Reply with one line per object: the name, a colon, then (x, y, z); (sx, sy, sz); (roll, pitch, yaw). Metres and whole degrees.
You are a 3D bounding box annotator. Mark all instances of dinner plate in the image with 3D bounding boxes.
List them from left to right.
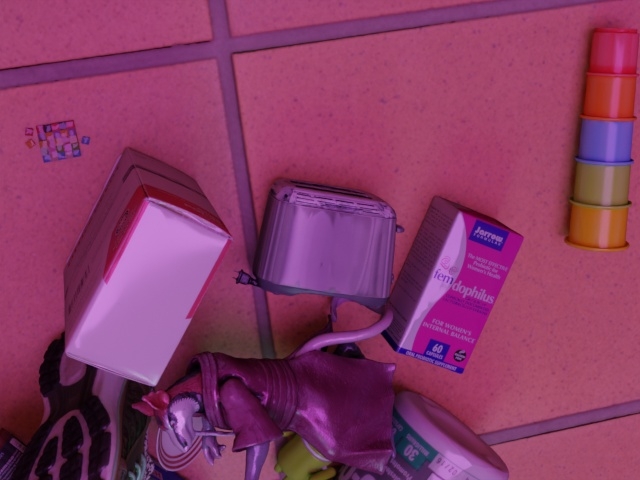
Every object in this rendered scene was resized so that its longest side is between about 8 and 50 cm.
dinner plate: (-0.191, 0.258, 1.353); (0.017, 0.141, 0.141); (17, 105, 29)

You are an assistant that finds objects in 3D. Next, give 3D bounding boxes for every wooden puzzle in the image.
wooden puzzle: (-0.347, -0.131, 1.260); (0.083, 0.006, 0.049); (-11, 107, -9)

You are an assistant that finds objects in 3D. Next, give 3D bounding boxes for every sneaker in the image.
sneaker: (-0.264, 0.273, 1.204); (0.158, 0.410, 0.182); (-25, 125, 18)

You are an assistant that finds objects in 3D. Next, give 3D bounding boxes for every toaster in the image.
toaster: (0.000, 0.000, 1.310); (0.227, 0.129, 0.146); (8, 99, -12)

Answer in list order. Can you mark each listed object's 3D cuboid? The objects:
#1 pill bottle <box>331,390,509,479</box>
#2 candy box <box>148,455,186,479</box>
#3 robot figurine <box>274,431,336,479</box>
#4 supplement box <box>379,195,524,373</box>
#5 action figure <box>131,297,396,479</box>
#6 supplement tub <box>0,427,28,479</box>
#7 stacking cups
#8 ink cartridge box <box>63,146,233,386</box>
pill bottle: (0.094, 0.419, 1.403); (0.204, 0.204, 0.361); (34, 95, -18)
candy box: (-0.346, 0.444, 1.357); (0.268, 0.122, 0.317); (38, 93, -15)
robot figurine: (-0.017, 0.316, 1.416); (0.115, 0.101, 0.067); (-47, 147, 20)
supplement box: (0.184, 0.062, 1.373); (0.111, 0.114, 0.220); (20, 99, -16)
action figure: (-0.058, 0.198, 1.235); (0.370, 0.248, 0.275); (11, 95, -35)
supplement tub: (-0.368, 0.337, 1.214); (0.198, 0.106, 0.106); (43, 93, -11)
stacking cups: (0.419, -0.145, 1.374); (0.096, 0.096, 0.316); (0, 105, -12)
ink cartridge box: (-0.225, 0.020, 1.184); (0.117, 0.283, 0.207); (25, 99, -21)
